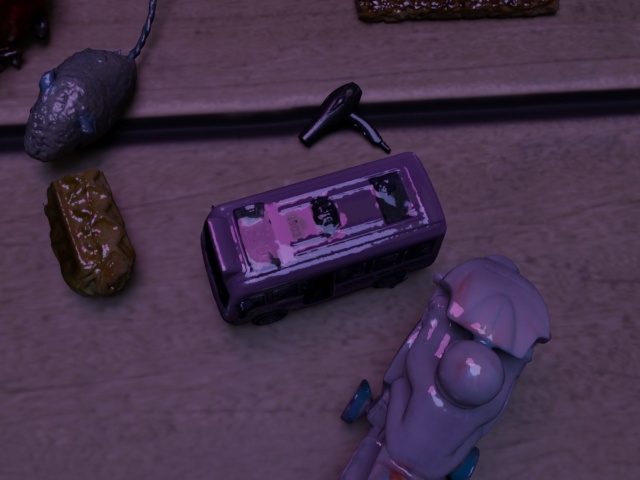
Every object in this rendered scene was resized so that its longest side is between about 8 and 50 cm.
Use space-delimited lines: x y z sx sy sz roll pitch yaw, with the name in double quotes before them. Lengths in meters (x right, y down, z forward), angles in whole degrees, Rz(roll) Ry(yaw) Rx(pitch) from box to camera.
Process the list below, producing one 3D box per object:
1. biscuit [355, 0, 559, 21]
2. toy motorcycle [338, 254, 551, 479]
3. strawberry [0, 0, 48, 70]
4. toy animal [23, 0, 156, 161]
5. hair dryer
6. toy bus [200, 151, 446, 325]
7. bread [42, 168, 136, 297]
"biscuit" 0.148 -0.303 0.688 0.231 0.025 0.131 -5 70 -4
"toy motorcycle" 0.091 0.108 0.457 0.110 0.171 0.260 30 69 10
"strawberry" -0.385 -0.293 0.573 0.253 0.150 0.280 11 82 -2
"toy animal" -0.201 -0.179 0.597 0.070 0.079 0.253 29 71 -15
"hair dryer" 0.030 -0.107 0.612 0.083 0.031 0.079 42 84 4
"toy bus" 0.000 0.000 0.523 0.199 0.108 0.096 -17 71 -9
"bread" -0.202 -0.001 0.542 0.066 0.060 0.110 -25 75 3
